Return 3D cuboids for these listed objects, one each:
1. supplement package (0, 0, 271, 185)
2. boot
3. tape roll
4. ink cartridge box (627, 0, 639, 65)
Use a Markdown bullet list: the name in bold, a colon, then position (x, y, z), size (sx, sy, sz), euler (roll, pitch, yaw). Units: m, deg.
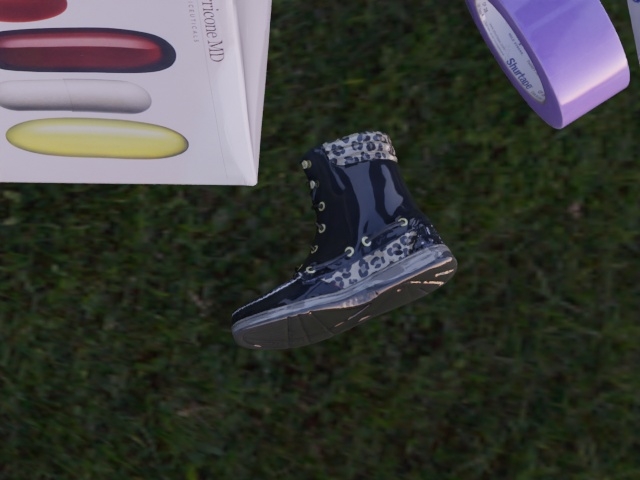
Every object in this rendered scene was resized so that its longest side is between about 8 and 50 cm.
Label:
- **supplement package**: position (-0.135, -0.140, 0.845), size (0.203, 0.194, 0.149), euler (1, 60, 3)
- **boot**: position (0.001, 0.000, 1.616), size (0.236, 0.085, 0.178), euler (-21, 64, -3)
- **tape roll**: position (0.219, -0.209, 1.560), size (0.080, 0.189, 0.189), euler (-32, 106, -2)
- **ink cartridge box**: position (0.295, -0.138, 1.207), size (0.097, 0.046, 0.207), euler (-18, 102, -23)
